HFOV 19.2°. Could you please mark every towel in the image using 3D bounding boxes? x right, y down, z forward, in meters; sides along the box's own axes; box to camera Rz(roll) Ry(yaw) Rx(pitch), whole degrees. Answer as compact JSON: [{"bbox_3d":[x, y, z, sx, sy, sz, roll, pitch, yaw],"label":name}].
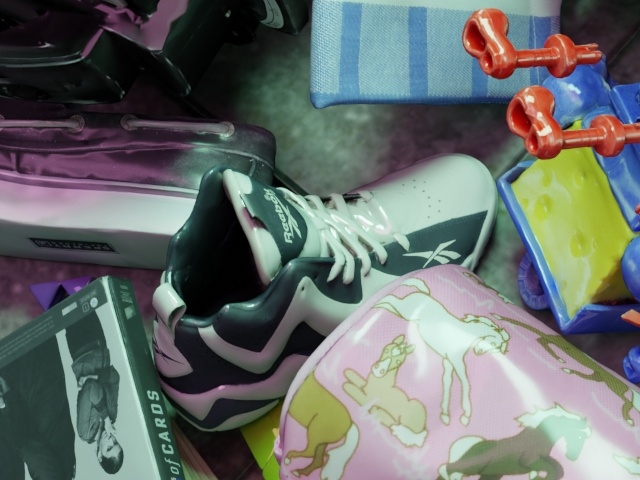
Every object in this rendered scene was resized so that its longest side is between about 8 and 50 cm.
[{"bbox_3d":[0.079,-0.216,1.069,0.034,0.209,0.285,13,101,42],"label":"towel"}]

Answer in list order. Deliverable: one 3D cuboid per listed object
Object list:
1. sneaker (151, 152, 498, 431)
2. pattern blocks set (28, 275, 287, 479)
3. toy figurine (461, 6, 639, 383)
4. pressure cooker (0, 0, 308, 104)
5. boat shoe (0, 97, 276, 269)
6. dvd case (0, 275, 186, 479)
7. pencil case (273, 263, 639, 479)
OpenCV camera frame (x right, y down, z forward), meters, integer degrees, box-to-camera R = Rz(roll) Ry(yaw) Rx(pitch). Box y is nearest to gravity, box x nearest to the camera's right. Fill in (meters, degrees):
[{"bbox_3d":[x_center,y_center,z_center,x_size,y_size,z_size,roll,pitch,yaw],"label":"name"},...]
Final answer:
[{"bbox_3d":[0.000,0.000,1.069,0.235,0.153,0.094,-28,62,-8],"label":"sneaker"},{"bbox_3d":[-0.130,0.173,1.125,0.285,0.026,0.325,-25,67,5],"label":"pattern blocks set"},{"bbox_3d":[0.132,-0.047,1.041,0.191,0.217,0.363,-8,60,-27],"label":"toy figurine"},{"bbox_3d":[-0.154,-0.289,1.115,0.420,0.375,0.370,-57,31,-8],"label":"pressure cooker"},{"bbox_3d":[-0.175,-0.050,1.173,0.301,0.108,0.102,6,73,14],"label":"boat shoe"},{"bbox_3d":[-0.147,0.164,1.065,0.179,0.029,0.239,-30,66,29],"label":"dvd case"},{"bbox_3d":[0.155,0.179,0.980,0.386,0.160,0.167,37,117,22],"label":"pencil case"}]
